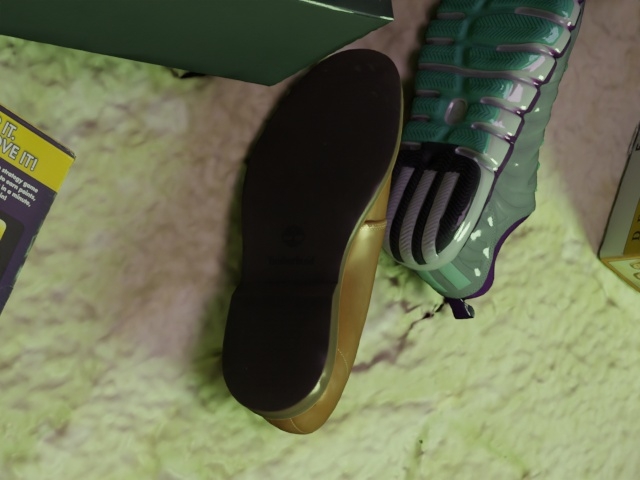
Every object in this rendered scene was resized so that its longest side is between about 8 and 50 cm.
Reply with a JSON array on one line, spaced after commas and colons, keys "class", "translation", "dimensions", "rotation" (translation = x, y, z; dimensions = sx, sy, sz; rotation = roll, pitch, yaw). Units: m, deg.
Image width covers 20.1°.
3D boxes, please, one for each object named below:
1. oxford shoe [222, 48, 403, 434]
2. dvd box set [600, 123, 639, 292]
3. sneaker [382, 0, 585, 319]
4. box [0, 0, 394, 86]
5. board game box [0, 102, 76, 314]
[{"class": "oxford shoe", "translation": [0.000, 0.000, 0.947], "dimensions": [0.076, 0.076, 0.212], "rotation": [54, 47, -61]}, {"class": "dvd box set", "translation": [0.371, -0.121, 1.027], "dimensions": [0.062, 0.420, 0.307], "rotation": [35, 66, -30]}, {"class": "sneaker", "translation": [0.099, -0.068, 1.033], "dimensions": [0.223, 0.083, 0.098], "rotation": [-62, 144, -19]}, {"class": "box", "translation": [-0.102, -0.187, 0.815], "dimensions": [0.261, 0.103, 0.184], "rotation": [6, 72, -41]}, {"class": "board game box", "translation": [-0.201, -0.016, 0.725], "dimensions": [0.170, 0.048, 0.141], "rotation": [35, 68, -35]}]
